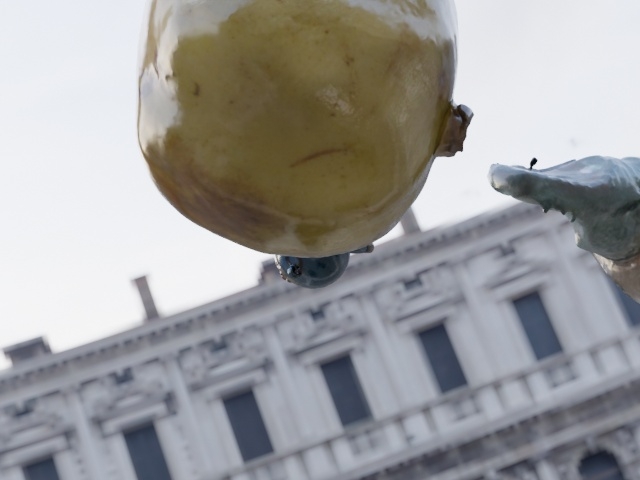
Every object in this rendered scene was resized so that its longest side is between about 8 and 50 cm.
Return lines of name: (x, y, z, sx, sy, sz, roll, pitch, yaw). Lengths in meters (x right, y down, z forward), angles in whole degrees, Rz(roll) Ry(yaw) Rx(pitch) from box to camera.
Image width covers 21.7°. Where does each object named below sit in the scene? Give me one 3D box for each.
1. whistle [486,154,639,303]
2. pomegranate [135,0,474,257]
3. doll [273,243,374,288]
whistle: (0.329, -0.033, 1.743, 0.348, 0.189, 0.189, 21, -42, -31)
pomegranate: (-0.014, -0.149, 1.510, 0.333, 0.332, 0.332, -18, -21, -7)
doll: (0.000, 0.000, 1.916, 0.085, 0.114, 0.152, -43, 7, 43)
